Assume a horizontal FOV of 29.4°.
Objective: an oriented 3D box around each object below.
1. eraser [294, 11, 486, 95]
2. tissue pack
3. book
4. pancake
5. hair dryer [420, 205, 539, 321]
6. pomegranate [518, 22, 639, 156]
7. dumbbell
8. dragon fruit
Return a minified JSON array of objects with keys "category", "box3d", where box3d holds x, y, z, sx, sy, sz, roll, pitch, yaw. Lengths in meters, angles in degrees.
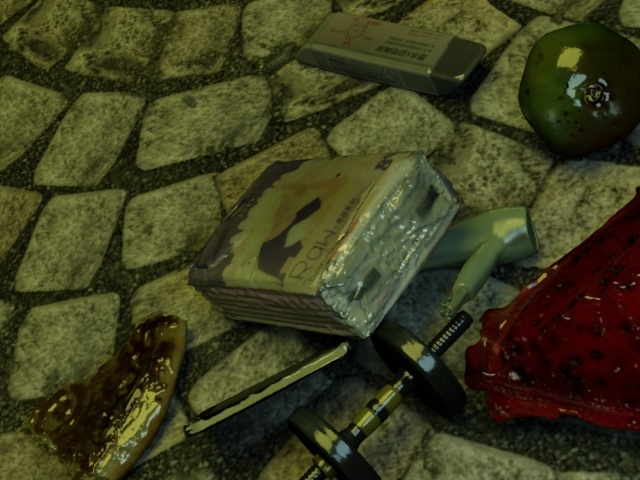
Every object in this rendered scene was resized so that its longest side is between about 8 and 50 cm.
[{"category":"eraser","box3d":[0.103,-0.295,1.904,0.352,0.061,0.089,20,64,36]},{"category":"tissue pack","box3d":[0.000,0.000,1.604,0.344,0.125,0.242,3,50,55]},{"category":"book","box3d":[-0.060,0.186,1.552,0.231,0.157,0.026,-28,86,3]},{"category":"pancake","box3d":[-0.306,0.228,1.704,0.244,0.057,0.266,-11,45,29]},{"category":"hair dryer","box3d":[0.163,0.043,1.548,0.206,0.075,0.237,-14,22,23]},{"category":"pomegranate","box3d":[0.351,-0.212,1.659,0.180,0.180,0.209,-24,19,7]},{"category":"dumbbell","box3d":[0.068,0.204,1.461,0.325,0.143,0.143,-44,48,-12]},{"category":"dragon fruit","box3d":[0.357,0.116,1.435,0.329,0.228,0.286,-36,11,22]}]
